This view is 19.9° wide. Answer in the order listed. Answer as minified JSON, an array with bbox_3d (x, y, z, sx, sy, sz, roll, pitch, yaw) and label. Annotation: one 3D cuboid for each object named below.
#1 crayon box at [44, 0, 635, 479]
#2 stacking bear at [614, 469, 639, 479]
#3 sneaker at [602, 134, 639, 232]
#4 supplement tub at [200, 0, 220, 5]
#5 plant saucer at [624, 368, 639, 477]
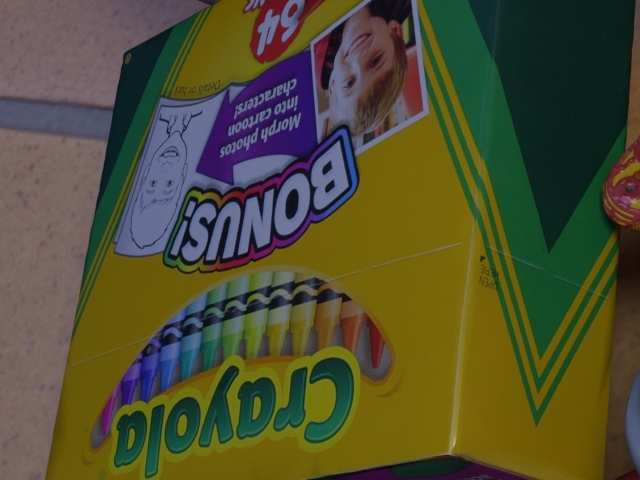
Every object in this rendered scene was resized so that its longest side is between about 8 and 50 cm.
[{"bbox_3d":[0.000,0.000,0.994,0.363,0.106,0.313,-19,55,50],"label":"crayon box"},{"bbox_3d":[0.236,0.127,0.787,0.289,0.175,0.164,-24,53,35],"label":"stacking bear"},{"bbox_3d":[0.209,-0.037,0.895,0.175,0.067,0.064,-23,55,-26],"label":"sneaker"},{"bbox_3d":[-0.073,-0.325,1.189,0.228,0.228,0.316,-42,50,14],"label":"supplement tub"},{"bbox_3d":[0.283,-0.034,0.696,0.400,0.100,0.400,-28,11,6],"label":"plant saucer"}]
